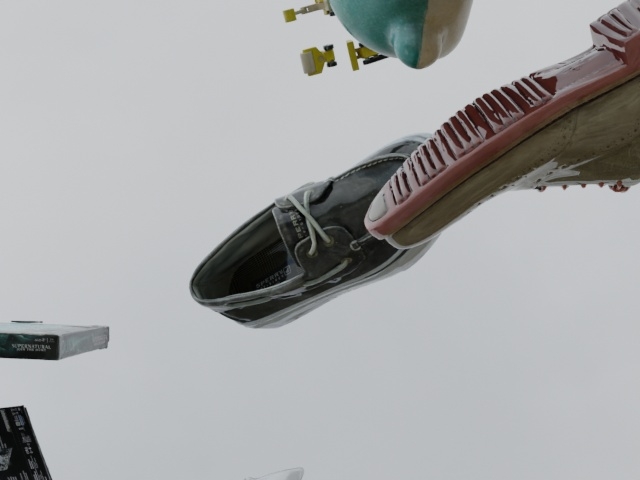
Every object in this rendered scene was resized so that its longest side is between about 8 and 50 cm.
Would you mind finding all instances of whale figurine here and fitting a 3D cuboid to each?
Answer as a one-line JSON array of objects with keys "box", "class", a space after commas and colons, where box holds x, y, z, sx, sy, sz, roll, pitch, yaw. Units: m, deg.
[{"box": [0.076, -0.266, 1.316, 0.141, 0.272, 0.216, 6, -93, -2], "class": "whale figurine"}]

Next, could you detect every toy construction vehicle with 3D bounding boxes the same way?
[{"box": [0.015, -0.215, 1.480, 0.098, 0.035, 0.086, -22, -73, -19], "class": "toy construction vehicle"}]

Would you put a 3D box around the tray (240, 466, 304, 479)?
[{"box": [-0.134, 0.258, 1.063, 0.270, 0.145, 0.030, -35, -79, 22], "class": "tray"}]

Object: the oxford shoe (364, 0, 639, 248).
[{"box": [0.200, -0.075, 1.149, 0.348, 0.123, 0.130, -32, -71, 12], "class": "oxford shoe"}]

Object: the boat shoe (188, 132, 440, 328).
[{"box": [0.000, 0.000, 1.465, 0.335, 0.121, 0.119, -38, -28, 31], "class": "boat shoe"}]

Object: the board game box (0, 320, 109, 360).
[{"box": [-0.291, 0.097, 1.410, 0.126, 0.186, 0.026, 2, -90, 5], "class": "board game box"}]

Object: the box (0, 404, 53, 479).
[{"box": [-0.333, 0.242, 1.347, 0.147, 0.180, 0.077, -5, -61, -23], "class": "box"}]
